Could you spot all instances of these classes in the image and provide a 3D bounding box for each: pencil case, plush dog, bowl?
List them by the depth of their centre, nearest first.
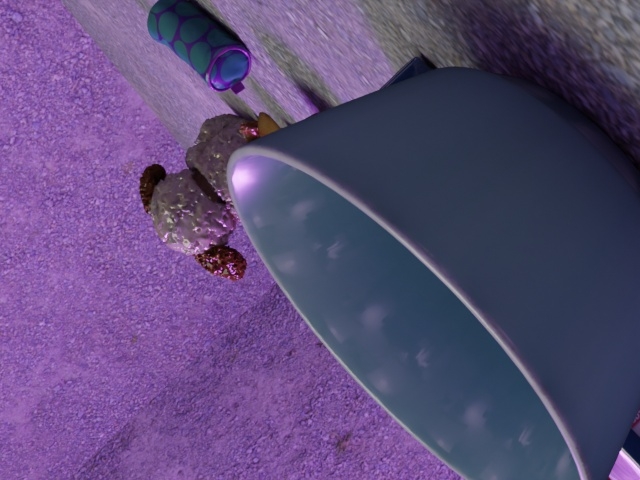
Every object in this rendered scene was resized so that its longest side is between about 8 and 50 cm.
[{"bbox_3d":[0.102,0.012,0.930,0.311,0.163,0.311,42,163,16],"label":"bowl"},{"bbox_3d":[-0.147,-0.239,1.784,0.152,0.064,0.070,43,158,39],"label":"pencil case"},{"bbox_3d":[-0.153,-0.070,2.238,0.262,0.225,0.210,45,175,16],"label":"plush dog"}]

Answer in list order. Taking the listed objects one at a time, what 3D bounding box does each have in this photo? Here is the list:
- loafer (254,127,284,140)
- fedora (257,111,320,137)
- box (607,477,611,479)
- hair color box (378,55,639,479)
[{"bbox_3d":[0.000,0.000,2.040,0.130,0.134,0.366,43,174,40],"label":"loafer"},{"bbox_3d":[0.009,-0.080,1.646,0.194,0.079,0.194,52,173,9],"label":"fedora"},{"bbox_3d":[0.282,0.267,1.855,0.257,0.122,0.128,48,176,-18],"label":"box"},{"bbox_3d":[0.157,0.031,1.138,0.347,0.105,0.174,45,175,7],"label":"hair color box"}]
